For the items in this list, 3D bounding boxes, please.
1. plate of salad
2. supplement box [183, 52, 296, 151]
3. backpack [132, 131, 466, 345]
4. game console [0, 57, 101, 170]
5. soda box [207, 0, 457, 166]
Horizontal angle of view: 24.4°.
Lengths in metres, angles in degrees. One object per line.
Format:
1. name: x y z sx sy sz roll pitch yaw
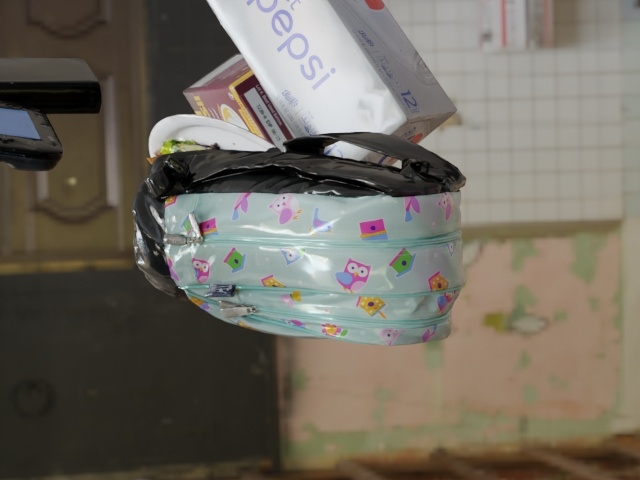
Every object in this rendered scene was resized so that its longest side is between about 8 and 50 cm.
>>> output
1. plate of salad: -0.065 -0.029 1.247 0.200 0.200 0.048 2 -131 45
2. supplement box: -0.064 -0.138 1.559 0.081 0.104 0.188 -36 -165 -15
3. backpack: 0.000 0.000 0.859 0.182 0.115 0.152 6 -165 35
4. game console: -0.324 -0.136 1.533 0.213 0.044 0.361 -2 -160 -17
5. soda box: -0.015 -0.190 1.226 0.098 0.286 0.091 -40 167 31
